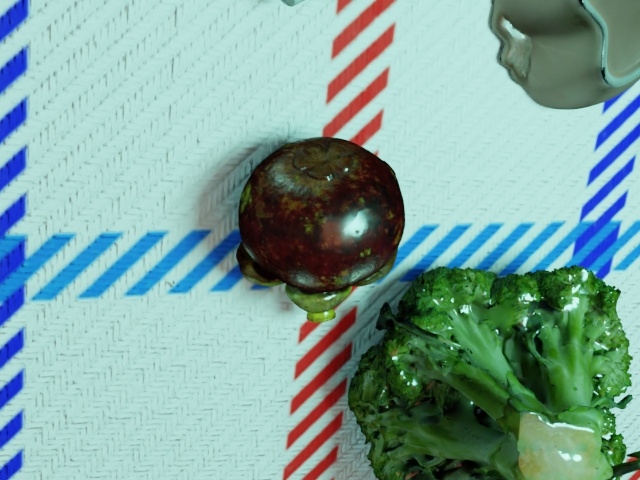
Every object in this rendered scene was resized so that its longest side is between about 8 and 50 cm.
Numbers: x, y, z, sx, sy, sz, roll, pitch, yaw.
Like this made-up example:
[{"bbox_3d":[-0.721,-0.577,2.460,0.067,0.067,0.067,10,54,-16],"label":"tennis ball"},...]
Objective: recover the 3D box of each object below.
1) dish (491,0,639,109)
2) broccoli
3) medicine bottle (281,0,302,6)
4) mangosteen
[{"bbox_3d":[0.275,-0.227,0.902,0.213,0.090,0.213,-9,113,-22],"label":"dish"},{"bbox_3d":[0.194,0.176,0.913,0.304,0.283,0.321,-20,99,-6],"label":"broccoli"},{"bbox_3d":[0.034,-0.275,0.786,0.183,0.069,0.119,-33,122,-9],"label":"medicine bottle"},{"bbox_3d":[0.004,-0.011,0.843,0.145,0.156,0.181,-62,155,-22],"label":"mangosteen"}]
